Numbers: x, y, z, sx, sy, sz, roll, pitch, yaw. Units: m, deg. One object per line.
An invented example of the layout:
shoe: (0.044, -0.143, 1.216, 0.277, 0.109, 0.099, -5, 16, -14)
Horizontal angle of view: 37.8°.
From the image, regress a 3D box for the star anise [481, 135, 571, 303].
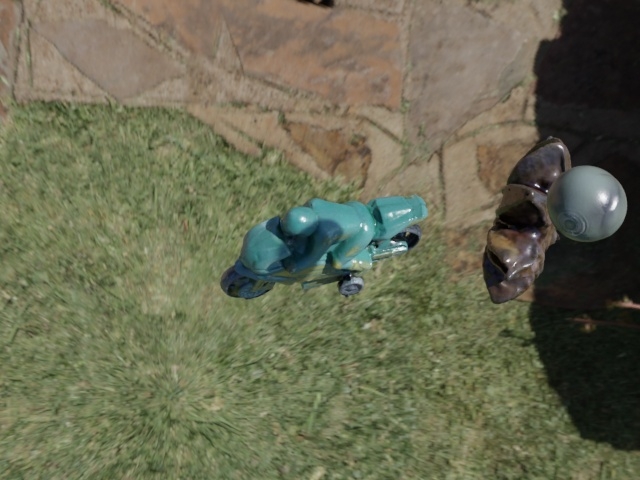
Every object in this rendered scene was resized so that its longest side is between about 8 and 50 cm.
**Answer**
star anise: (0.345, -0.031, 1.555, 0.108, 0.315, 0.315, 18, 77, 21)

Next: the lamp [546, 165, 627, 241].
lamp: (0.358, -0.049, 1.258, 0.105, 0.105, 0.105, 2, 80, -9)

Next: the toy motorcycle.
toy motorcycle: (0.002, 0.000, 1.294, 0.297, 0.198, 0.109, -13, 63, -9)
